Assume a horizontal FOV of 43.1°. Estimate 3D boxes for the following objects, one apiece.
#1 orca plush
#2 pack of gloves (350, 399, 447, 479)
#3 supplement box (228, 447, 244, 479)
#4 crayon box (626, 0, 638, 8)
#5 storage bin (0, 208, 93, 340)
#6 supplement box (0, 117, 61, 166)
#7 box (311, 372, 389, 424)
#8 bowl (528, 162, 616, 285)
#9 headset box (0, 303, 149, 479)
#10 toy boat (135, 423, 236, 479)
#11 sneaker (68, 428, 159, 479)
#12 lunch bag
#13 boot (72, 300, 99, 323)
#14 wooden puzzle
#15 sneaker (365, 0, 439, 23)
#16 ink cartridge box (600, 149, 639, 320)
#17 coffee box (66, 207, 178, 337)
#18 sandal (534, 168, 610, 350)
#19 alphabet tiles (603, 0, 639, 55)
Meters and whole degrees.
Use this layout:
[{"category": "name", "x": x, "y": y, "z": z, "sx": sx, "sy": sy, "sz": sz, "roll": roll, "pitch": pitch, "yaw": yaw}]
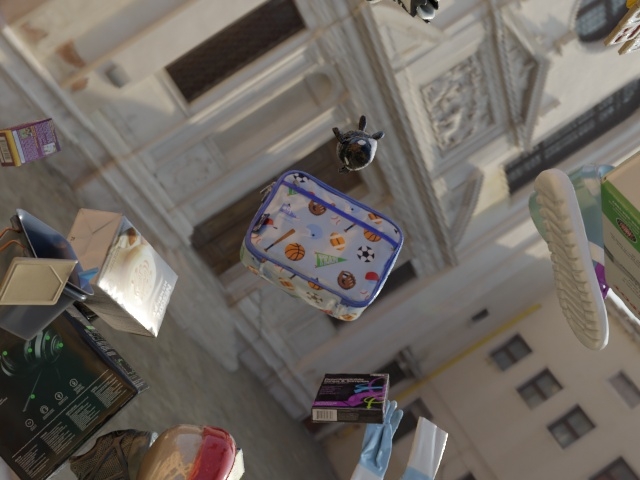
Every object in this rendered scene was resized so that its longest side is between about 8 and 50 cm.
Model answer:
[{"category": "orca plush", "x": 0.082, "y": -0.270, "z": 2.089, "sx": 0.102, "sy": 0.151, "sz": 0.287, "roll": 45, "pitch": 30, "yaw": -15}, {"category": "pack of gloves", "x": 0.123, "y": 0.415, "z": 1.457, "sx": 0.195, "sy": 0.232, "sz": 0.046, "roll": 37, "pitch": -30, "yaw": -27}, {"category": "supplement box", "x": -0.206, "y": 0.454, "z": 1.603, "sx": 0.083, "sy": 0.083, "sz": 0.056, "roll": -47, "pitch": 135, "yaw": -65}, {"category": "crayon box", "x": 0.603, "y": -0.553, "z": 1.186, "sx": 0.106, "sy": 0.363, "sz": 0.313, "roll": 12, "pitch": -10, "yaw": -16}, {"category": "storage bin", "x": -0.332, "y": 0.040, "z": 0.905, "sx": 0.098, "sy": 0.091, "sz": 0.135, "roll": 42, "pitch": 2, "yaw": -44}, {"category": "supplement box", "x": -0.441, "y": -0.148, "z": 1.217, "sx": 0.043, "sy": 0.083, "sz": 0.055, "roll": 2, "pitch": -69, "yaw": 37}, {"category": "box", "x": 0.052, "y": 0.259, "z": 1.341, "sx": 0.162, "sy": 0.116, "sz": 0.029, "roll": -52, "pitch": 141, "yaw": -78}, {"category": "bowl", "x": 0.658, "y": -0.062, "z": 1.883, "sx": 0.311, "sy": 0.163, "sz": 0.312, "roll": 21, "pitch": 39, "yaw": -19}, {"category": "headset box", "x": -0.496, "y": 0.246, "z": 1.436, "sx": 0.283, "sy": 0.246, "sz": 0.131, "roll": 46, "pitch": -8, "yaw": 1}, {"category": "toy boat", "x": -0.116, "y": 0.301, "z": 0.803, "sx": 0.151, "sy": 0.151, "sz": 0.231, "roll": -155, "pitch": -105, "yaw": -79}, {"category": "sneaker", "x": -0.338, "y": 0.411, "z": 1.280, "sx": 0.087, "sy": 0.130, "sz": 0.228, "roll": 64, "pitch": 31, "yaw": -67}, {"category": "lunch bag", "x": 0.000, "y": 0.000, "z": 1.622, "sx": 0.303, "sy": 0.243, "sz": 0.115, "roll": 30, "pitch": -28, "yaw": 2}, {"category": "boot", "x": -0.680, "y": 0.094, "z": 1.961, "sx": 0.348, "sy": 0.260, "sz": 0.131, "roll": 51, "pitch": 1, "yaw": -10}, {"category": "wooden puzzle", "x": -0.293, "y": 0.041, "z": 0.826, "sx": 0.116, "sy": 0.078, "sz": 0.014, "roll": 13, "pitch": 37, "yaw": -49}, {"category": "sneaker", "x": 0.194, "y": -0.553, "z": 1.851, "sx": 0.235, "sy": 0.094, "sz": 0.153, "roll": -18, "pitch": -82, "yaw": 51}, {"category": "ink cartridge box", "x": 0.307, "y": 0.026, "z": 0.651, "sx": 0.153, "sy": 0.087, "sz": 0.208, "roll": 56, "pitch": 2, "yaw": 30}, {"category": "coffee box", "x": -0.371, "y": 0.065, "z": 1.495, "sx": 0.098, "sy": 0.141, "sz": 0.246, "roll": 7, "pitch": -25, "yaw": 19}, {"category": "sandal", "x": 0.549, "y": 0.043, "z": 1.672, "sx": 0.169, "sy": 0.102, "sz": 0.416, "roll": -123, "pitch": -167, "yaw": -69}, {"category": "alphabet tiles", "x": 0.437, "y": -0.274, "z": 0.884, "sx": 0.198, "sy": 0.237, "sz": 0.009, "roll": 110, "pitch": -40, "yaw": -72}]
